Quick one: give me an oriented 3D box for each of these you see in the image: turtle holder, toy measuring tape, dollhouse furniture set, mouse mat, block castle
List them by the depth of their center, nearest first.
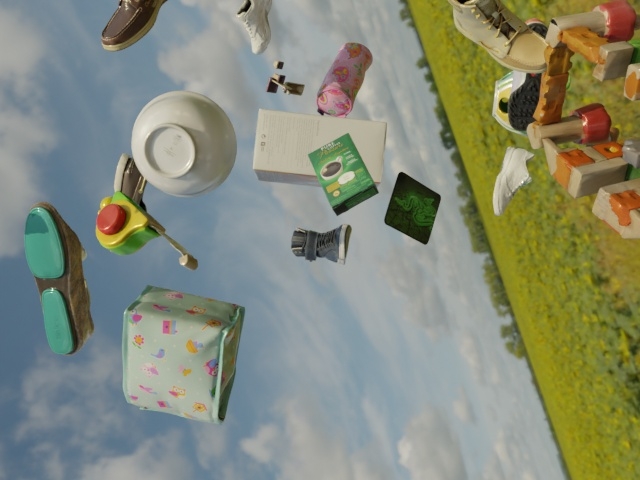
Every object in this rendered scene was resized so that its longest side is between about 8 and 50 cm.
[{"bbox_3d":[0.578,-0.205,1.228,0.453,0.212,0.303,-119,21,-50],"label":"block castle"},{"bbox_3d":[-0.384,0.004,1.483,0.330,0.121,0.121,37,170,36],"label":"toy measuring tape"},{"bbox_3d":[-0.071,-0.424,1.897,0.114,0.091,0.081,-1,-151,-42],"label":"dollhouse furniture set"},{"bbox_3d":[0.255,-0.086,1.927,0.189,0.007,0.153,25,-101,-39],"label":"mouse mat"},{"bbox_3d":[0.680,-0.437,2.302,0.243,0.227,0.320,83,-162,-49],"label":"turtle holder"}]

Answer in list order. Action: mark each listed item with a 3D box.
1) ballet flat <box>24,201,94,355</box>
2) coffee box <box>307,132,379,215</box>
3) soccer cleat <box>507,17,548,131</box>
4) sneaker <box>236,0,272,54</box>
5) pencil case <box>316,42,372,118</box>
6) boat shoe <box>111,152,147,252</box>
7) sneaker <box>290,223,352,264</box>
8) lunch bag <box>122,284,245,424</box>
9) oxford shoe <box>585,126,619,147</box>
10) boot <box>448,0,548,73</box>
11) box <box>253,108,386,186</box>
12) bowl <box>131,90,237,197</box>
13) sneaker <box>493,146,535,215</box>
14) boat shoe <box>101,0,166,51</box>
[{"bbox_3d":[-0.511,0.069,1.402,0.106,0.107,0.316,-38,-50,-65],"label":"ballet flat"},{"bbox_3d":[0.050,-0.153,1.598,0.040,0.113,0.184,53,-170,-50],"label":"coffee box"},{"bbox_3d":[0.600,-0.473,2.019,0.116,0.108,0.318,-65,-24,-58],"label":"soccer cleat"},{"bbox_3d":[-0.230,-0.733,2.350,0.090,0.115,0.232,44,140,46],"label":"sneaker"},{"bbox_3d":[0.077,-0.503,2.213,0.124,0.124,0.284,60,-144,-38],"label":"pencil case"},{"bbox_3d":[-0.558,-0.097,2.073,0.117,0.096,0.324,-92,16,-62],"label":"boat shoe"},{"bbox_3d":[0.000,0.002,1.928,0.226,0.163,0.086,98,-174,-70],"label":"sneaker"},{"bbox_3d":[-0.286,0.248,1.453,0.160,0.223,0.262,-69,-11,-67],"label":"lunch bag"},{"bbox_3d":[0.690,-0.205,1.790,0.076,0.076,0.212,51,146,17],"label":"oxford shoe"},{"bbox_3d":[0.374,-0.464,1.486,0.262,0.095,0.203,42,-173,23],"label":"boot"},{"bbox_3d":[-0.002,-0.243,1.957,0.215,0.345,0.168,95,-179,-86],"label":"box"},{"bbox_3d":[-0.382,-0.246,1.878,0.134,0.297,0.298,-67,-44,-73],"label":"bowl"},{"bbox_3d":[0.561,-0.168,2.037,0.080,0.094,0.212,39,-113,-66],"label":"sneaker"},{"bbox_3d":[-0.491,-0.658,1.889,0.342,0.123,0.123,-57,-34,-19],"label":"boat shoe"}]
